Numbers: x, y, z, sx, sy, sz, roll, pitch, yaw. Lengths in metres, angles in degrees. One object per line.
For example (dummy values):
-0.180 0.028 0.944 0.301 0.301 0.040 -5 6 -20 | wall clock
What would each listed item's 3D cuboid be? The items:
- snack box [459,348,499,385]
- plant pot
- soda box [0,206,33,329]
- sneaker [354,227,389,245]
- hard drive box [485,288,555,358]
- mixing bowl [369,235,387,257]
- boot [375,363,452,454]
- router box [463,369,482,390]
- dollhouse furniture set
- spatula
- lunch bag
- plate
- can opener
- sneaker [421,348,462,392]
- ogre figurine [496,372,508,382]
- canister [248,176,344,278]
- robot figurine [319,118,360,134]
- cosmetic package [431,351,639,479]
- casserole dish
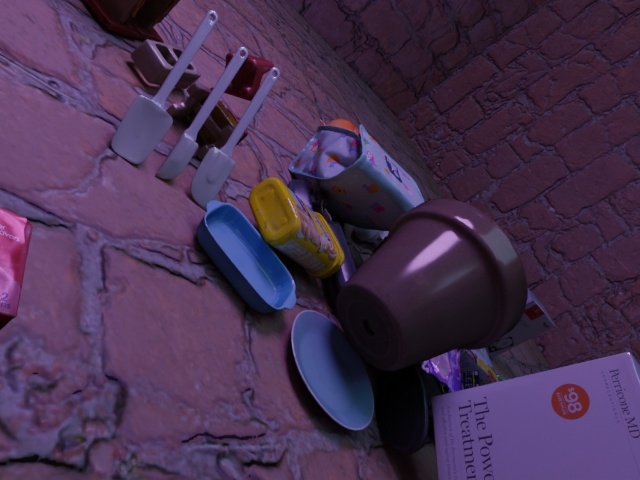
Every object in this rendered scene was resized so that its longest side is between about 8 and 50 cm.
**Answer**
0.366 0.277 1.270 0.207 0.070 0.174 44 24 -28 | snack box
0.155 0.088 0.788 0.229 0.263 0.263 -24 77 -32 | plant pot
-0.308 -0.013 0.257 0.263 0.083 0.092 32 30 -44 | soda box
0.148 -0.016 1.257 0.094 0.080 0.212 66 19 -4 | sneaker
0.590 0.256 1.554 0.181 0.232 0.089 39 26 -34 | hard drive box
0.155 0.093 1.060 0.181 0.098 0.181 45 22 -24 | mixing bowl
0.197 0.298 0.849 0.229 0.091 0.263 46 21 -20 | boot
0.349 0.364 1.101 0.122 0.038 0.092 -47 126 -68 | router box
-0.208 -0.347 0.815 0.374 0.201 0.152 53 20 -2 | dollhouse furniture set
-0.162 -0.186 0.683 0.168 0.242 0.019 35 -11 -35 | spatula
0.089 -0.127 1.049 0.223 0.160 0.262 40 -9 -30 | lunch bag
0.014 0.190 0.716 0.188 0.024 0.188 43 24 -25 | plate
0.000 0.000 0.938 0.093 0.074 0.280 -3 51 -25 | can opener
0.273 0.248 1.070 0.095 0.104 0.236 34 30 -45 | sneaker
0.541 0.457 1.348 0.118 0.096 0.197 53 27 -62 | ogre figurine
-0.038 -0.018 0.809 0.170 0.073 0.126 40 19 -56 | canister
0.076 -0.257 1.388 0.219 0.128 0.158 41 60 -33 | robot figurine
0.292 0.354 0.582 0.097 0.284 0.377 39 40 -36 | cosmetic package
-0.107 0.028 0.689 0.188 0.037 0.114 51 21 -6 | casserole dish
